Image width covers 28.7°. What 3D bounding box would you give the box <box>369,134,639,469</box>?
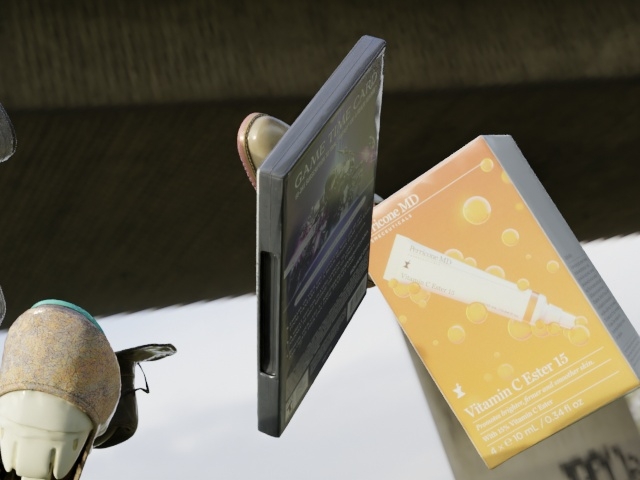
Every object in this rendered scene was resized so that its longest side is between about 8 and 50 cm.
[{"bbox_3d":[0.223,0.069,1.547,0.215,0.345,0.168,-34,-8,19],"label":"box"}]

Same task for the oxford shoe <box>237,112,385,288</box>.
[{"bbox_3d":[0.025,-0.065,1.799,0.130,0.123,0.348,-8,-42,47],"label":"oxford shoe"}]

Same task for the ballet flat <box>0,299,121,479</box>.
[{"bbox_3d":[-0.241,0.178,1.109,0.107,0.106,0.316,13,-39,-3],"label":"ballet flat"}]

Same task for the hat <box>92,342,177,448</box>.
[{"bbox_3d":[-0.353,0.253,1.891,0.331,0.134,0.331,-16,-7,-2],"label":"hat"}]

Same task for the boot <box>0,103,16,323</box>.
[{"bbox_3d":[-0.435,-0.065,1.551,0.118,0.338,0.222,-4,28,20],"label":"boot"}]

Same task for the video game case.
[{"bbox_3d":[0.000,0.000,1.006,0.196,0.026,0.274,-56,-24,-44],"label":"video game case"}]
